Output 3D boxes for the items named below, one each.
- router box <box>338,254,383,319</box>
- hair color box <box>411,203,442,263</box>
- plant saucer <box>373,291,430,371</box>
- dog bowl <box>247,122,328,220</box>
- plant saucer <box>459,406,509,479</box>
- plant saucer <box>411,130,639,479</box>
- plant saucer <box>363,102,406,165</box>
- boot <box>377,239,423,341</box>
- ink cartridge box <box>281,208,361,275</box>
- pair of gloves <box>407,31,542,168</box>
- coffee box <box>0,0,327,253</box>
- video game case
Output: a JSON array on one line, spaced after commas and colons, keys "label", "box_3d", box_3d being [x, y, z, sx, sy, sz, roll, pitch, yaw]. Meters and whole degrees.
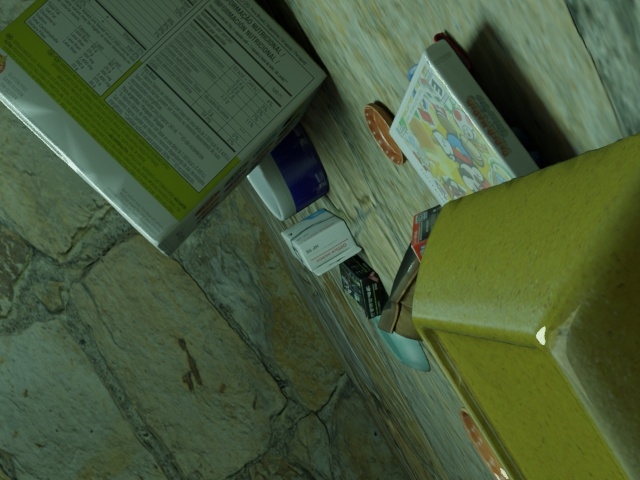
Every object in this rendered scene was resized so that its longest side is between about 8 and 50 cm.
[{"label": "router box", "box_3d": [0.079, 0.087, 1.685, 0.122, 0.038, 0.092, -134, 29, -58]}, {"label": "hair color box", "box_3d": [0.161, 0.048, 0.957, 0.167, 0.053, 0.093, 62, -163, -16]}, {"label": "plant saucer", "box_3d": [0.150, 0.191, 1.721, 0.195, 0.037, 0.195, 57, 172, 13]}, {"label": "dog bowl", "box_3d": [-0.096, -0.173, 1.602, 0.265, 0.104, 0.265, 57, 172, 12]}, {"label": "plant saucer", "box_3d": [0.303, 0.356, 1.419, 0.200, 0.037, 0.200, 57, 172, 12]}, {"label": "plant saucer", "box_3d": [0.167, 0.123, 0.472, 0.333, 0.081, 0.333, 59, 172, -1]}, {"label": "plant saucer", "box_3d": [0.080, -0.129, 1.029, 0.083, 0.013, 0.083, 56, 173, 11]}, {"label": "boot", "box_3d": [0.153, 0.065, 1.138, 0.115, 0.112, 0.305, 26, 159, 10]}, {"label": "ink cartridge box", "box_3d": [0.000, 0.000, 1.670, 0.060, 0.104, 0.180, 62, 171, -19]}, {"label": "pair of gloves", "box_3d": [0.139, -0.096, 0.775, 0.198, 0.023, 0.159, 54, 171, 21]}, {"label": "coffee box", "box_3d": [-0.237, -0.214, 1.266, 0.338, 0.334, 0.337, 44, 172, -4]}, {"label": "video game case", "box_3d": [0.141, -0.052, 0.765, 0.206, 0.026, 0.227, 55, 172, 6]}]
